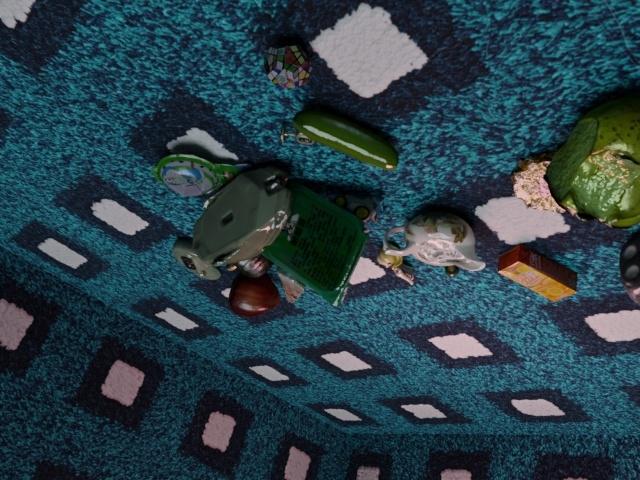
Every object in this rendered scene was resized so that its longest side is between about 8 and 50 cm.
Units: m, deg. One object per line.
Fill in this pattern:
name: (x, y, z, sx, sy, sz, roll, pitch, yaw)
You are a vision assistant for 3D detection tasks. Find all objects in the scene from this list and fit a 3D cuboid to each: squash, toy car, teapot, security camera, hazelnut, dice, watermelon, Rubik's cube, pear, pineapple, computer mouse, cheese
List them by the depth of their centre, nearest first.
pear: (0.646, -0.166, 1.101, 0.238, 0.164, 0.255, 15, 133, -5)
Rubik's cube: (-0.074, -0.394, 1.187, 0.093, 0.111, 0.111, 5, 159, -37)
pineapple: (0.572, -0.144, 1.297, 0.221, 0.047, 0.221, 13, 146, 9)
squash: (0.069, -0.259, 1.332, 0.292, 0.082, 0.082, 21, 148, -9)
dice: (0.898, 0.075, 1.344, 0.183, 0.181, 0.182, 27, 145, -12)
security camera: (-0.058, -0.279, 1.399, 0.092, 0.058, 0.058, 7, 147, 1)
teapot: (0.336, 0.005, 1.549, 0.298, 0.139, 0.204, 7, 148, 15)
toy car: (0.109, -0.103, 1.564, 0.161, 0.098, 0.126, 35, 171, 21)
computer mouse: (-0.227, -0.061, 1.617, 0.429, 0.228, 0.145, -33, 149, 32)
cheese: (-0.359, -0.203, 1.620, 0.320, 0.083, 0.204, 0, 149, 6)
squash: (-0.255, 0.036, 1.846, 0.218, 0.173, 0.218, 14, 161, 5)
watermelon: (-0.117, 0.170, 2.079, 0.154, 0.094, 0.241, 21, 151, 8)
hazelnut: (-0.261, 0.214, 2.112, 0.208, 0.208, 0.208, 12, 147, 8)
security camera: (-0.504, 0.098, 2.156, 0.157, 0.080, 0.301, 10, 150, 11)

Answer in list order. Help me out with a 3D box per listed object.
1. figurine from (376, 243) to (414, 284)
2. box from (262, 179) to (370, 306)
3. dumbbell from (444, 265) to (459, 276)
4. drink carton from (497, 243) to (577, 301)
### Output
figurine: (0.260, 0.077, 1.764, 0.187, 0.083, 0.083, 42, 141, -24)
box: (0.000, 0.000, 1.578, 0.336, 0.264, 0.106, 33, -161, 32)
dumbbell: (0.415, 0.066, 1.683, 0.046, 0.052, 0.118, -18, 140, 8)
drink carton: (0.660, 0.100, 1.599, 0.222, 0.071, 0.096, 26, 147, -11)
